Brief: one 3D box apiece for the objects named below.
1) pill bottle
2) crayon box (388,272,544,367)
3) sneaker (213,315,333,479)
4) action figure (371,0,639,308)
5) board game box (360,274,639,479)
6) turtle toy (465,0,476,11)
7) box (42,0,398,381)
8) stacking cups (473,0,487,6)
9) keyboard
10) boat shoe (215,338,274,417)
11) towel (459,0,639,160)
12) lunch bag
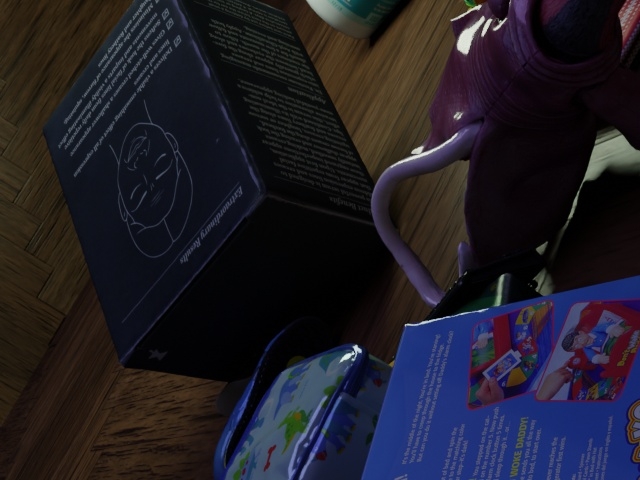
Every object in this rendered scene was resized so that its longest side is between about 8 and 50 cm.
[{"bbox_3d":[0.099,-0.455,2.115,0.264,0.146,0.146,-48,17,28],"label":"pill bottle"},{"bbox_3d":[0.060,0.190,1.036,0.318,0.081,0.202,-44,20,39],"label":"crayon box"},{"bbox_3d":[-0.058,0.174,1.452,0.209,0.069,0.082,-62,13,-21],"label":"sneaker"},{"bbox_3d":[0.149,-0.137,1.022,0.275,0.248,0.370,-38,-9,-11],"label":"action figure"},{"bbox_3d":[0.123,0.176,0.723,0.233,0.078,0.347,-15,38,34],"label":"board game box"},{"bbox_3d":[0.207,-0.340,1.697,0.095,0.066,0.130,-45,19,34],"label":"turtle toy"},{"bbox_3d":[-0.134,-0.077,1.617,0.293,0.212,0.395,-47,49,28],"label":"box"},{"bbox_3d":[0.271,-0.390,1.552,0.096,0.096,0.316,-28,32,60],"label":"stacking cups"},{"bbox_3d":[0.122,0.058,1.097,0.023,0.108,0.180,67,152,21],"label":"keyboard"},{"bbox_3d":[-0.072,0.161,1.563,0.133,0.049,0.042,-44,14,31],"label":"boat shoe"},{"bbox_3d":[0.240,-0.178,1.338,0.199,0.031,0.275,-59,17,-19],"label":"towel"},{"bbox_3d":[-0.020,0.188,0.968,0.219,0.090,0.176,-62,14,-21],"label":"lunch bag"}]
